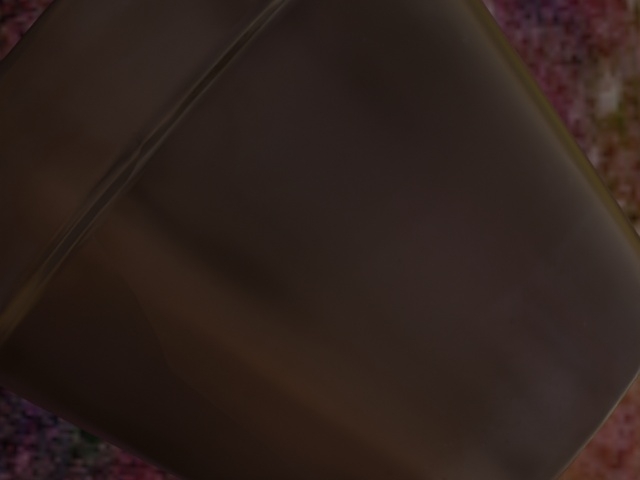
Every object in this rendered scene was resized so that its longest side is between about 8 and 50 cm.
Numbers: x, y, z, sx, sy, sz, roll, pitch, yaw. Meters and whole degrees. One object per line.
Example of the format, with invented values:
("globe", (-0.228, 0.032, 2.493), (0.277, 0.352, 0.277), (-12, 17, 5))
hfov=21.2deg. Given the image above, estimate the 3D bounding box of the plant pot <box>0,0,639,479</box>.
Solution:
("plant pot", (0.000, 0.000, 0.803), (0.280, 0.323, 0.323), (40, 44, -1))
